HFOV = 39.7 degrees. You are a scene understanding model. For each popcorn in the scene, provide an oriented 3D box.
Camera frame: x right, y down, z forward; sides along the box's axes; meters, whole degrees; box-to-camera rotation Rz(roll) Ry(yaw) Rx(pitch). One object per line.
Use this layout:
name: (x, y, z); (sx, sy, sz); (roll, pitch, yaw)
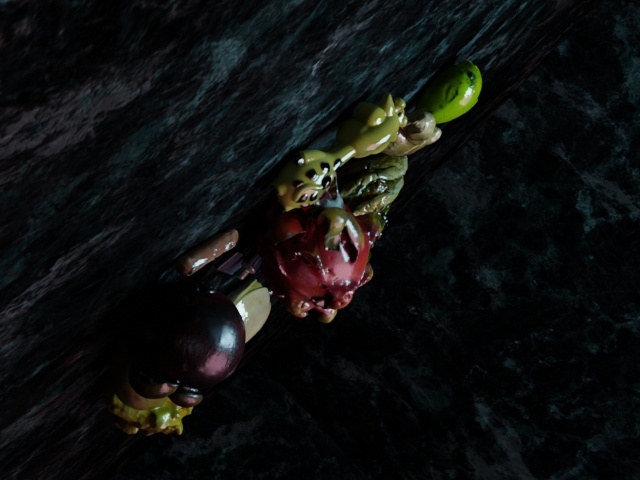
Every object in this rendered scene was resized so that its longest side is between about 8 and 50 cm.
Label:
popcorn: (-0.346, 0.320, 1.791); (0.197, 0.198, 0.155); (120, -11, -69)

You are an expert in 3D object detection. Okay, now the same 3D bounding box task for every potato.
potato: (-0.306, 0.225, 1.609); (0.154, 0.137, 0.200); (-31, 172, -42)

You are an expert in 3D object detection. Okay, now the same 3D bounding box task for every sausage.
sausage: (-0.184, 0.015, 1.481); (0.158, 0.042, 0.036); (-38, 134, -53)

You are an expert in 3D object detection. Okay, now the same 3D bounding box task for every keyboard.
keyboard: (-0.176, 0.044, 1.792); (0.055, 0.014, 0.176); (-43, 173, -1)

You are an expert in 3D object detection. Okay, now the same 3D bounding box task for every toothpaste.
toothpaste: (-0.107, 0.002, 1.811); (0.197, 0.035, 0.057); (-54, 174, -20)

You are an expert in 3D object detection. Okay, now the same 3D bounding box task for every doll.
doll: (0.033, -0.150, 1.495); (0.291, 0.086, 0.117); (-39, 146, -20)

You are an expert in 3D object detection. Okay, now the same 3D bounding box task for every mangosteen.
mangosteen: (-0.221, 0.165, 1.450); (0.210, 0.210, 0.210); (-43, 173, -6)

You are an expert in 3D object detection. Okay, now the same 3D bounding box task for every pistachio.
pistachio: (-0.187, 0.172, 2.088); (0.200, 0.117, 0.145); (-40, 167, -37)

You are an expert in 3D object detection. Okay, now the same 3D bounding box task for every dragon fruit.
dragon fruit: (-0.015, 0.009, 1.654); (0.243, 0.227, 0.307); (-30, 139, 16)

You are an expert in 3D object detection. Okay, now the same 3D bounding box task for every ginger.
ginger: (0.188, -0.226, 1.898); (0.148, 0.081, 0.334); (-26, 178, 13)

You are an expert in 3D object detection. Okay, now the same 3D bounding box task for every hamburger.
hamburger: (0.095, -0.124, 1.940); (0.183, 0.130, 0.206); (-30, -165, 32)

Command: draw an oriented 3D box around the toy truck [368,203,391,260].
toy truck: (0.100, -0.045, 2.091); (0.127, 0.127, 0.257); (-42, -166, 45)

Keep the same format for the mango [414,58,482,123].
mango: (0.274, -0.309, 1.900); (0.178, 0.100, 0.119); (-35, -175, 44)

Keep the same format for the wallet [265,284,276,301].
wallet: (-0.227, 0.231, 2.536); (0.318, 0.045, 0.172); (-39, 171, -24)
